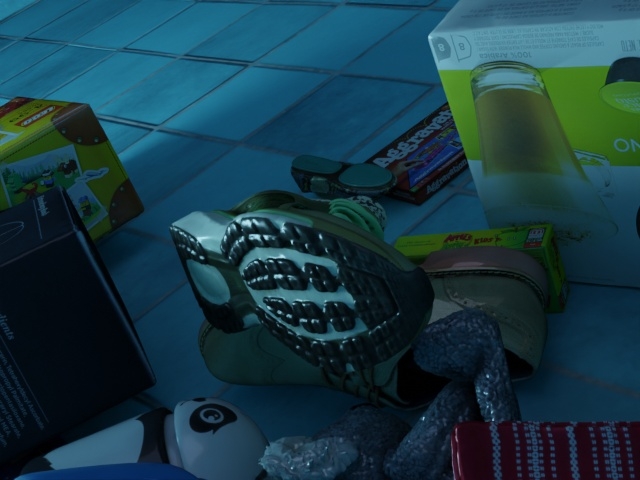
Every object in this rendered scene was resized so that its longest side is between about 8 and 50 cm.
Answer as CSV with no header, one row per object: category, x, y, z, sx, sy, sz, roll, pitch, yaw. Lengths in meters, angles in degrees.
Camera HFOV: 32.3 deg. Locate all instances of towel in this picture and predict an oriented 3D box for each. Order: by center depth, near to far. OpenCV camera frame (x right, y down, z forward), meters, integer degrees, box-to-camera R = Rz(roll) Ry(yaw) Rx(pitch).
towel,0.236,0.220,0.803,0.275,0.031,0.199,0,58,-3

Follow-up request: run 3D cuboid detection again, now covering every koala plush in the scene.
koala plush,0.069,0.200,0.955,0.221,0.196,0.203,-13,50,8

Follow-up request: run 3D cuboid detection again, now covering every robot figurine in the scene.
robot figurine,-0.173,0.252,1.032,0.278,0.173,0.209,-22,48,1

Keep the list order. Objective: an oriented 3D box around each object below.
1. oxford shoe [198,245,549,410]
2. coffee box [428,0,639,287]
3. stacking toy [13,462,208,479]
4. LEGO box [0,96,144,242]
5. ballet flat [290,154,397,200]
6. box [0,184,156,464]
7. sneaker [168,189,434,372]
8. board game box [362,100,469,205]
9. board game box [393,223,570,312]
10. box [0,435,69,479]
oxford shoe,0.043,0.107,1.175,0.397,0.140,0.146,-13,37,19
coffee box,0.378,-0.171,1.206,0.338,0.334,0.338,5,41,38
stacking toy,-0.169,0.332,0.843,0.166,0.302,0.175,5,22,-40
LEGO box,-0.577,-0.013,1.676,0.500,0.193,0.372,-35,24,-22
ballet flat,0.038,-0.077,1.554,0.188,0.070,0.070,19,48,44
box,-0.432,0.130,1.322,0.395,0.212,0.293,-27,18,-9
sneaker,0.000,0.000,1.053,0.182,0.158,0.410,-33,20,-23
board game box,0.187,-0.148,1.608,0.281,0.027,0.145,-37,32,-25
board game box,0.178,0.037,1.240,0.181,0.092,0.043,-5,34,27
box,-0.378,0.291,1.247,0.225,0.036,0.136,-36,32,-26
